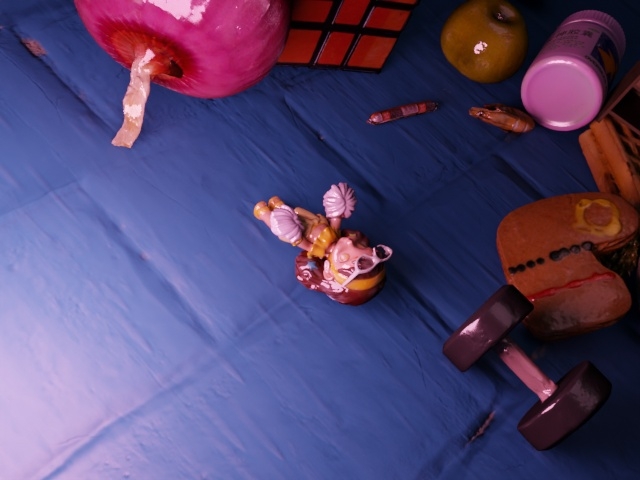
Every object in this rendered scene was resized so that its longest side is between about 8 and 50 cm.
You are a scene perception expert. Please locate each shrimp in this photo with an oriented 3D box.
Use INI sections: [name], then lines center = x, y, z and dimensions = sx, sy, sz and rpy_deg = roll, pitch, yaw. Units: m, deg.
[shrimp]
center = 0.384, -0.273, 1.668
dimensions = 0.162, 0.045, 0.095
rpy_deg = 10, 50, -17

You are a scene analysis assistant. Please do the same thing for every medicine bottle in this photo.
[medicine bottle]
center = 0.576, -0.389, 1.765
dimensions = 0.178, 0.178, 0.291
rpy_deg = 36, 47, 4

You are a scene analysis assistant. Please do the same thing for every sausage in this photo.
[sausage]
center = 0.165, -0.254, 1.555
dimensions = 0.198, 0.025, 0.028
rpy_deg = -21, 80, -37

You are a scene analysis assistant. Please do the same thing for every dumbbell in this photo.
[dumbbell]
center = 0.309, 0.191, 1.181
dimensions = 0.218, 0.152, 0.152
rpy_deg = 46, 48, 13

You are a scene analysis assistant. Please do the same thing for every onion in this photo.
[onion]
center = -0.218, -0.363, 1.232
dimensions = 0.358, 0.358, 0.345
rpy_deg = 11, 53, -19

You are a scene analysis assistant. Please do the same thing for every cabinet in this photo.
[cabinet]
center = 0.714, -0.296, 1.604
dimensions = 0.174, 0.215, 0.148
rpy_deg = 36, 47, 3

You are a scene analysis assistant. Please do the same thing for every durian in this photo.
[durian]
center = 0.520, -0.012, 1.475
dimensions = 0.108, 0.119, 0.187
rpy_deg = 3, 54, -30

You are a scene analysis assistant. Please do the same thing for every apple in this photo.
[apple]
center = 0.366, -0.443, 1.721
dimensions = 0.196, 0.157, 0.197
rpy_deg = 9, 58, -14

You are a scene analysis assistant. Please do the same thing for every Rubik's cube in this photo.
[Rubik's cube]
center = 0.015, -0.527, 1.524
dimensions = 0.283, 0.293, 0.289
rpy_deg = 0, 56, -30

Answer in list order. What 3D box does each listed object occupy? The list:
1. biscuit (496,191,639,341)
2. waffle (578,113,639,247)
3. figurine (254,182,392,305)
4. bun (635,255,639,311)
[biscuit]
center = 0.454, 0.033, 1.373
dimensions = 0.262, 0.052, 0.277
rpy_deg = -9, 56, 2
[waffle]
center = 0.701, -0.117, 1.669
dimensions = 0.224, 0.098, 0.328
rpy_deg = 7, 53, -20
[figurine]
center = 0.001, 0.002, 1.206
dimensions = 0.240, 0.116, 0.174
rpy_deg = 44, 45, 19
[bun]
center = 0.751, 0.077, 1.404
dimensions = 0.359, 0.211, 0.360
rpy_deg = -15, 31, 9
